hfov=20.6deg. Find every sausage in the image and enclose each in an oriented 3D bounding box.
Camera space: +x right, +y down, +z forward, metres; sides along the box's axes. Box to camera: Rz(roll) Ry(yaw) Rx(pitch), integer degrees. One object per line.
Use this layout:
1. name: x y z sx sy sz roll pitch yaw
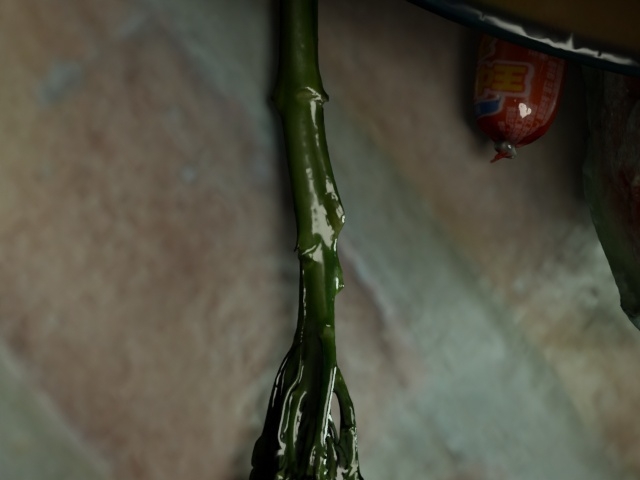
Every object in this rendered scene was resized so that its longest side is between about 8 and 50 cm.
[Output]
1. sausage: 0.076 -0.089 0.623 0.034 0.034 0.129 16 82 -29

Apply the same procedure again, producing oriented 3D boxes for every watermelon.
1. watermelon: 0.129 -0.058 0.607 0.071 0.139 0.187 5 84 -2

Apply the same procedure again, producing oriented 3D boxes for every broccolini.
1. broccolini: 0.001 0.000 0.574 0.044 0.042 0.218 6 84 -31

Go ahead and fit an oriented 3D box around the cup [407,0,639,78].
1. cup: 0.122 -0.205 0.476 0.242 0.308 0.292 16 81 -11
